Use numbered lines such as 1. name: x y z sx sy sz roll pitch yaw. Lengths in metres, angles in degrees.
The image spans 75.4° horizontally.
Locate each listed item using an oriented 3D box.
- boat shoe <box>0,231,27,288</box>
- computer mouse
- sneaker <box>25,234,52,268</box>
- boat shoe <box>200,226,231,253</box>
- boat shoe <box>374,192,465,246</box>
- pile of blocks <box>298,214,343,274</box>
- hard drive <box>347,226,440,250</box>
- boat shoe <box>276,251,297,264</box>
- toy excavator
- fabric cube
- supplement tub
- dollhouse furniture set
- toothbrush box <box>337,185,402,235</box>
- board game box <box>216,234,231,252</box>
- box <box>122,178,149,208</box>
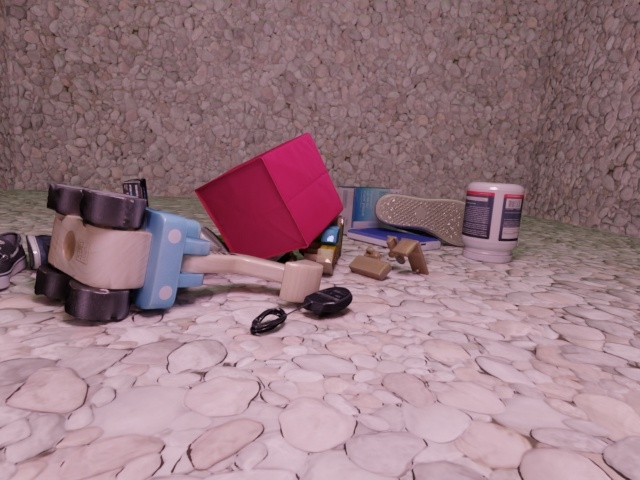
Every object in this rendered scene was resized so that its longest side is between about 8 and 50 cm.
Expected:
1. boat shoe: -0.720 0.038 0.903 0.108 0.102 0.301 0 10 -18
2. computer mouse: -0.029 0.138 0.789 0.242 0.041 0.071 -13 20 -39
3. sneaker: -0.673 0.017 1.091 0.164 0.086 0.226 -6 12 -31
4. boat shoe: -0.313 0.025 1.111 0.114 0.091 0.302 45 -5 5
5. boat shoe: 0.469 -0.094 1.742 0.501 0.186 0.156 12 5 0
6. pile of blocks: 0.000 0.000 1.238 0.113 0.148 0.362 5 11 6
7. hard drive: 0.293 -0.008 1.689 0.210 0.040 0.319 -5 13 -38
8. boat shoe: -0.085 0.064 1.152 0.056 0.048 0.153 -43 12 -3
9. toy excavator: -0.274 0.034 0.866 0.433 0.222 0.445 13 5 37
10. fabric cube: -0.129 -0.113 1.156 0.254 0.259 0.258 -17 18 32
11. supplement tub: 0.612 -0.070 1.483 0.191 0.271 0.191 4 10 -1
12. dollhouse furniture set: 0.197 0.082 1.186 0.144 0.123 0.151 14 49 46
13. toothbrush box: 0.222 -0.136 1.896 0.296 0.216 0.126 -3 12 -37
14. board game box: -0.338 0.016 1.332 0.092 0.043 0.181 8 11 26
15. box: -0.566 -0.079 1.287 0.051 0.220 0.175 -5 11 -16
